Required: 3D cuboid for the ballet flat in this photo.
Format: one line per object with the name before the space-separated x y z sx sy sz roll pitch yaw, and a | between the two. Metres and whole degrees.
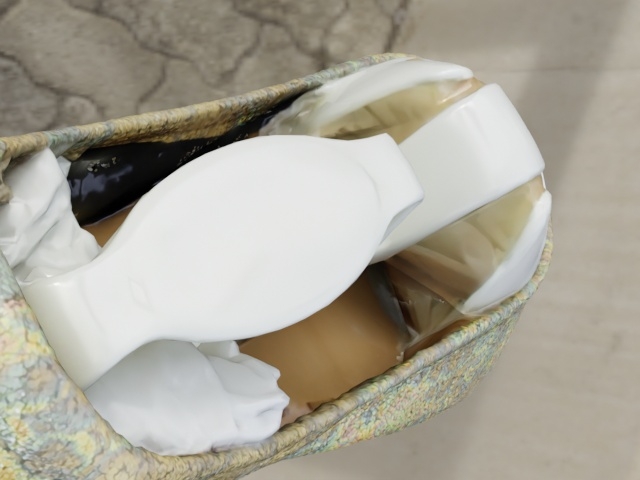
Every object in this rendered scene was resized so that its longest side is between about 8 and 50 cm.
ballet flat | 0.000 0.000 0.447 0.348 0.123 0.123 -23 107 -53
